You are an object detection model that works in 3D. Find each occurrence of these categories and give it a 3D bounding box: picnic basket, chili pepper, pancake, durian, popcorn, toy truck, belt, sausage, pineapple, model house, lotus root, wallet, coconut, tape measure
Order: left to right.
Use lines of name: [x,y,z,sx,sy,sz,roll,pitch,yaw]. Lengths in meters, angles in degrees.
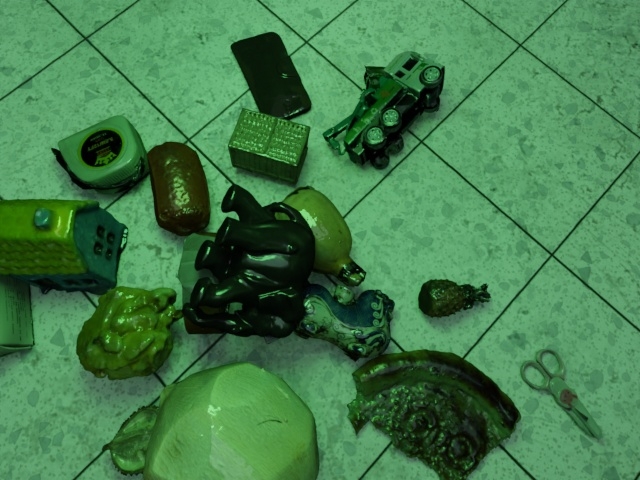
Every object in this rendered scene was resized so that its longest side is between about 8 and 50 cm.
model house: [-0.654,-0.006,1.034,0.237,0.303,0.216,0,68,-1]
tape measure: [-0.609,-0.218,1.182,0.235,0.115,0.207,-27,72,-4]
popcorn: [-0.455,0.224,1.035,0.266,0.192,0.233,-33,49,-6]
durian: [-0.428,0.481,1.011,0.188,0.091,0.149,-12,63,-1]
sausage: [-0.384,-0.145,1.144,0.140,0.153,0.268,-9,75,-27]
belt: [-0.286,0.104,1.065,0.105,0.184,0.262,1,76,-1]
coconut: [-0.192,0.431,0.906,0.346,0.346,0.360,-43,82,-11]
picnic basket: [-0.140,-0.253,1.181,0.196,0.154,0.134,15,70,-2]
wallet: [-0.152,-0.509,1.307,0.165,0.042,0.310,-22,77,-6]
lotus root: [0.000,0.000,1.104,0.182,0.183,0.310,-37,80,-10]
toy truck: [0.188,-0.365,1.196,0.363,0.176,0.178,-44,71,-1]
chili pepper: [0.250,-0.508,1.309,0.226,0.059,0.088,-5,81,-5]
pancake: [0.279,0.424,1.059,0.426,0.067,0.305,31,78,4]
pineapple: [0.363,0.151,1.124,0.197,0.108,0.108,-2,75,-16]

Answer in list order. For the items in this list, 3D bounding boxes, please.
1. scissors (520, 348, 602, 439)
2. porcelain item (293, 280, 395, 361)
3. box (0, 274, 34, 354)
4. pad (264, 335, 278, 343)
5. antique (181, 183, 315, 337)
scissors: [0.634,0.402,1.093,0.118,0.030,0.242,-35,75,-10]
porcelain item: [0.050,0.186,1.080,0.287,0.138,0.186,22,69,1]
box: [-0.861,0.138,1.061,0.173,0.145,0.333,-14,76,-3]
pad: [-0.125,0.155,1.150,0.142,0.003,0.212,-26,78,-8]
antique: [-0.139,0.066,0.946,0.255,0.185,0.322,26,87,-29]
